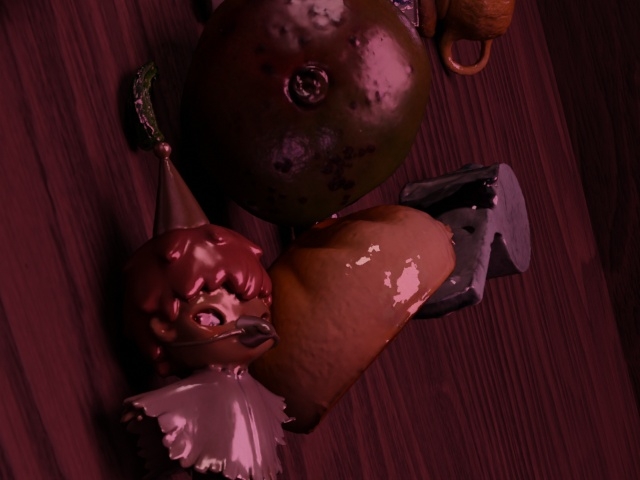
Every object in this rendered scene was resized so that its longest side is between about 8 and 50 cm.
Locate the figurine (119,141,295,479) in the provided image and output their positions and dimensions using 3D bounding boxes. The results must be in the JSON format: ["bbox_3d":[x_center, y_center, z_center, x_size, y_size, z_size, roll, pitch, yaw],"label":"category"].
[{"bbox_3d":[-0.104,0.094,1.245,0.207,0.166,0.386,5,75,-45],"label":"figurine"}]

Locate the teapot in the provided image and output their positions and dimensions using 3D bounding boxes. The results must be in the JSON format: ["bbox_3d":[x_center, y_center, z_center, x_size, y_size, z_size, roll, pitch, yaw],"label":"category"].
[{"bbox_3d":[0.267,-0.465,2.438,0.203,0.167,0.311,-115,-155,-65],"label":"teapot"}]

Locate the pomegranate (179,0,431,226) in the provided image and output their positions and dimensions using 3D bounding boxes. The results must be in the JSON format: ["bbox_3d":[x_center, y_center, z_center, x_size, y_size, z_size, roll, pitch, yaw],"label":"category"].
[{"bbox_3d":[-0.015,-0.144,1.464,0.323,0.291,0.290,87,1,-68],"label":"pomegranate"}]

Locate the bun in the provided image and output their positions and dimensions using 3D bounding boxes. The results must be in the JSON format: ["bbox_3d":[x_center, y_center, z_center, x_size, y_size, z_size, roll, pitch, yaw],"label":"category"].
[{"bbox_3d":[0.015,0.068,1.455,0.165,0.299,0.299,42,25,4],"label":"bun"}]

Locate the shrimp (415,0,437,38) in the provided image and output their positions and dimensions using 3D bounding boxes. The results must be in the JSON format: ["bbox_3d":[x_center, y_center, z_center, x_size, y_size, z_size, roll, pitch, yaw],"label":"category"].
[{"bbox_3d":[0.162,-0.461,2.294,0.262,0.066,0.117,71,4,-55],"label":"shrimp"}]

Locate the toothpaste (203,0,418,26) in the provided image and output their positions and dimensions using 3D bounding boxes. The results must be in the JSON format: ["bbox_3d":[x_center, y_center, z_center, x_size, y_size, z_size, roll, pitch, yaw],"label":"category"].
[{"bbox_3d":[-0.008,-0.307,1.589,0.099,0.283,0.068,100,-28,-42],"label":"toothpaste"}]

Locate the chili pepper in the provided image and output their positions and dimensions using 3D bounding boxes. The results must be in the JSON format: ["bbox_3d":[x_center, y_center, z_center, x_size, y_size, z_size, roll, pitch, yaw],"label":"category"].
[{"bbox_3d":[-0.187,-0.149,1.353,0.055,0.035,0.118,68,11,-54],"label":"chili pepper"}]

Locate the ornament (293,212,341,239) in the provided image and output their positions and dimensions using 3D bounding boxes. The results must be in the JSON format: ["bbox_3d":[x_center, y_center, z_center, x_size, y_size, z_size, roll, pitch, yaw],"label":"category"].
[{"bbox_3d":[-0.008,-0.001,1.642,0.088,0.081,0.203,28,56,-60],"label":"ornament"}]

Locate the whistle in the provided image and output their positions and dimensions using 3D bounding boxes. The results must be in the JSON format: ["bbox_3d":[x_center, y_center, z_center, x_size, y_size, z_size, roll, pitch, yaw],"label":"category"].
[{"bbox_3d":[0.217,-0.011,2.057,0.405,0.168,0.188,-30,107,-67],"label":"whistle"}]
